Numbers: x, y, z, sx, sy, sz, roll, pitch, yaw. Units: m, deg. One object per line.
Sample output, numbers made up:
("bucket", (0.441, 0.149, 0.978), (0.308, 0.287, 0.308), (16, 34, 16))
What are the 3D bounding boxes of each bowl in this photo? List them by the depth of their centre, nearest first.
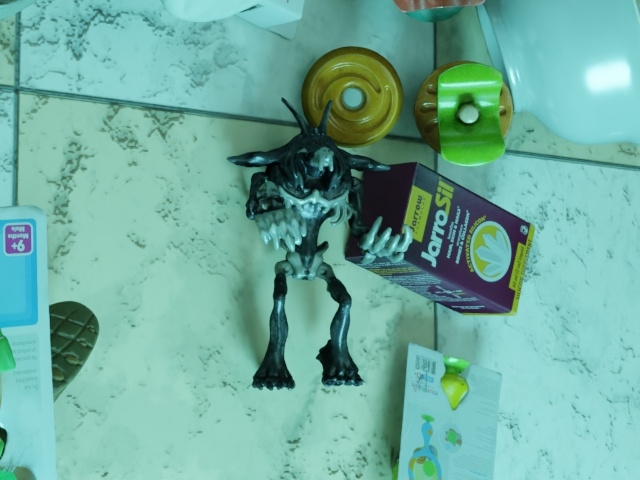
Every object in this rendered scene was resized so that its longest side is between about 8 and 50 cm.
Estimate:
("bowl", (0.249, -0.223, 1.467), (0.134, 0.298, 0.298), (-18, 102, 3))

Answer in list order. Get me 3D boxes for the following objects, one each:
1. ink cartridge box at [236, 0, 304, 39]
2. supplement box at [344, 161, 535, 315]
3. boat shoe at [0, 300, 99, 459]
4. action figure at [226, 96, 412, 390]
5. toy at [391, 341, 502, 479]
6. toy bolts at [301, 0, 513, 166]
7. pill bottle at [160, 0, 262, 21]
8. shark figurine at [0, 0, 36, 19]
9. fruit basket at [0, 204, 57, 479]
("ink cartridge box", (-0.066, -0.270, 1.291), (0.180, 0.060, 0.104), (20, 74, -38))
("supplement box", (0.126, 0.002, 1.425), (0.188, 0.081, 0.104), (25, 72, -36))
("boat shoe", (-0.249, 0.123, 1.116), (0.064, 0.060, 0.178), (38, 64, -4))
("action figure", (0.000, 0.000, 1.278), (0.164, 0.141, 0.275), (1, 89, -22))
("toy", (0.118, 0.237, 1.422), (0.137, 0.056, 0.237), (21, 69, -34))
("toy bolts", (0.090, -0.197, 1.407), (0.218, 0.158, 0.228), (0, 99, -1))
("pill bottle", (-0.123, -0.348, 1.138), (0.169, 0.169, 0.301), (-24, 81, -39))
("shark figurine", (-0.298, -0.211, 1.060), (0.278, 0.116, 0.166), (16, 79, -37))
("fruit basket", (-0.334, 0.155, 0.946), (0.327, 0.165, 0.353), (-2, 88, -30))
